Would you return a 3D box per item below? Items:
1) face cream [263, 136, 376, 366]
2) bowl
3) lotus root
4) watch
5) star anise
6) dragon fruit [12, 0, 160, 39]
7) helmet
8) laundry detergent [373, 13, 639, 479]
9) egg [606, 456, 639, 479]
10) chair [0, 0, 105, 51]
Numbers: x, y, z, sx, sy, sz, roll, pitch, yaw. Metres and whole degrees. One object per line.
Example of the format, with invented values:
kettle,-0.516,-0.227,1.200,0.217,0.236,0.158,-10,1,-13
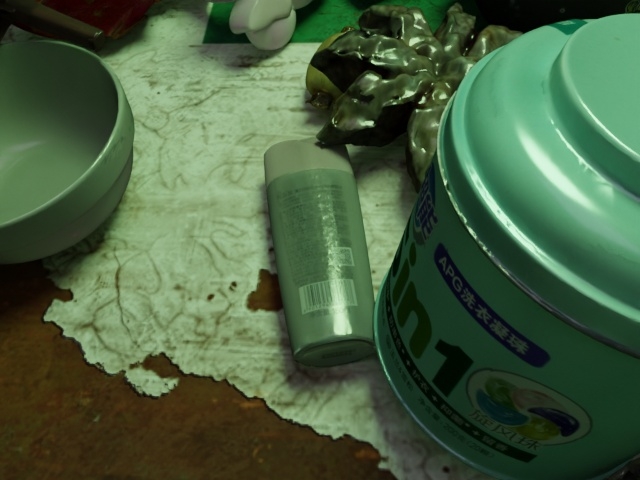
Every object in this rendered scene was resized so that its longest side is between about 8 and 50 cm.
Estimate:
face cream,0.000,0.000,0.648,0.107,0.073,0.269,-6,58,-6
bowl,-0.352,-0.088,0.691,0.287,0.144,0.287,-2,58,3
lotus root,0.020,-0.231,0.798,0.073,0.062,0.150,25,63,-6
watch,-0.111,-0.418,0.874,0.217,0.211,0.248,21,53,38
star anise,0.147,-0.188,0.713,0.332,0.117,0.331,5,63,-9
dragon fruit,-0.364,-0.401,0.832,0.315,0.250,0.250,6,47,-41
helmet,0.305,-0.336,0.773,0.279,0.160,0.230,19,29,30
laundry detergent,0.209,0.007,0.459,0.287,0.305,0.287,4,52,-5
egg,0.322,0.277,0.391,0.264,0.174,0.286,11,63,16
chair,-0.423,-0.282,0.633,0.326,0.175,0.183,26,50,23
